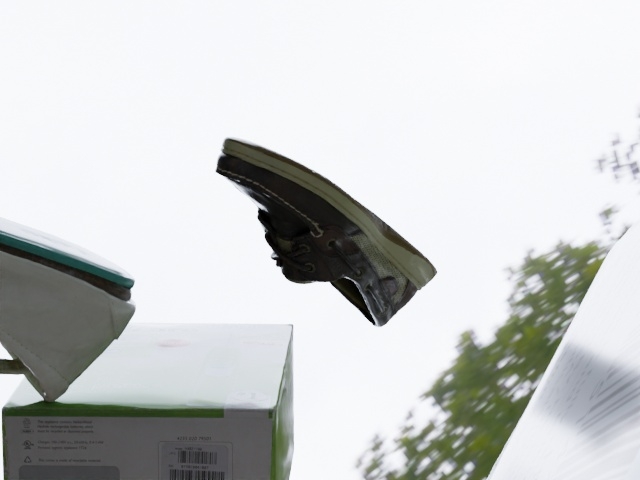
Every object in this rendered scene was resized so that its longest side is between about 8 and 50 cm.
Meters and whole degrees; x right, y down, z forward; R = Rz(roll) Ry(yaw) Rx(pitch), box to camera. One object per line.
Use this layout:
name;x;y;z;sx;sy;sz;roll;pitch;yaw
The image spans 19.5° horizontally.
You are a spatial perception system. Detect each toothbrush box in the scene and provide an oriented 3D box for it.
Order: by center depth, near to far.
toothbrush box;-0.128;0.153;1.497;0.206;0.283;0.122;1;-81;2

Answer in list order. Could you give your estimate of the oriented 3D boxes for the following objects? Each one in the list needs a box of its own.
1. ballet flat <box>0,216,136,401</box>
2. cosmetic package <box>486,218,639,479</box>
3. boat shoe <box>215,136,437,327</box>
ballet flat;-0.311;0.006;1.276;0.400;0.139;0.139;28;-75;-29
cosmetic package;0.219;0.191;0.539;0.393;0.327;0.329;31;-107;3
boat shoe;0.000;0.000;1.348;0.080;0.223;0.073;25;-96;46
